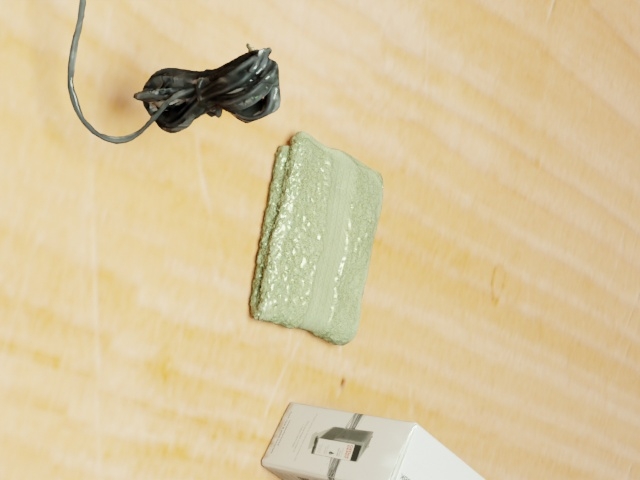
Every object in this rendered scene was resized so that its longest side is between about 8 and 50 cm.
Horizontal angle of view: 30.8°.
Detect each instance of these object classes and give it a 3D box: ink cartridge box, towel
[{"bbox_3d":[0.040,0.172,0.858,0.099,0.135,0.056,42,63,-35],"label":"ink cartridge box"},{"bbox_3d":[0.000,0.000,0.893,0.110,0.027,0.148,21,77,-40],"label":"towel"}]

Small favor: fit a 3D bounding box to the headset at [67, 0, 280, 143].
[{"bbox_3d":[-0.186,-0.198,0.615,0.394,0.185,0.243,48,61,-34],"label":"headset"}]
